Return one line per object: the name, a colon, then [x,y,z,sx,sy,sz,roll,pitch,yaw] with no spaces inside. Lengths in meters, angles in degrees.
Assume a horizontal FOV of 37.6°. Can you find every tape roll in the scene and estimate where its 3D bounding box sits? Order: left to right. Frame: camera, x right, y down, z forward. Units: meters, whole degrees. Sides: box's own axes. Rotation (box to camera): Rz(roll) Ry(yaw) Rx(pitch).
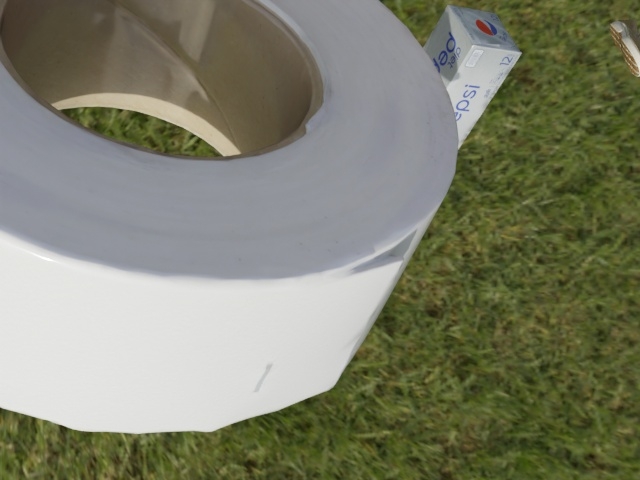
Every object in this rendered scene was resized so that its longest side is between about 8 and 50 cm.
tape roll: [-0.082,-0.053,0.443,0.286,0.100,0.286,14,42,-13]

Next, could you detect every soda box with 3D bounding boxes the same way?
soda box: [0.178,-0.208,1.415,0.091,0.286,0.098,1,49,-29]

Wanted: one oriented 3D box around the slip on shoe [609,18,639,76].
slip on shoe: [0.481,-0.299,1.435,0.041,0.135,0.051,-17,124,11]
